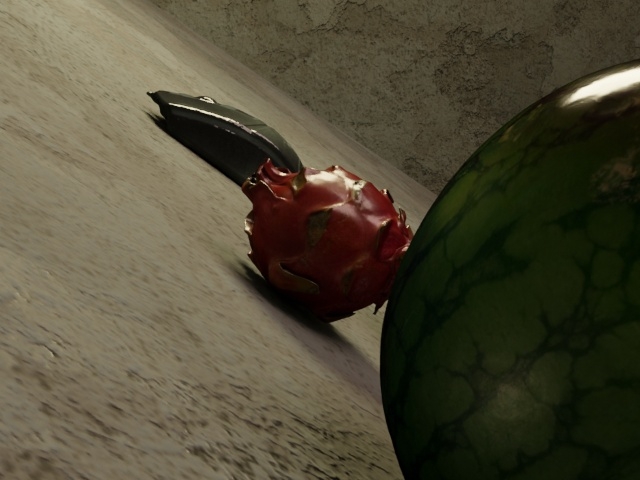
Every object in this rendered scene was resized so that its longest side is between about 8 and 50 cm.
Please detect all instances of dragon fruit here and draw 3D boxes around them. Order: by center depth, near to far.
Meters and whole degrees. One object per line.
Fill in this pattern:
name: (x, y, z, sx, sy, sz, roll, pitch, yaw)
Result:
dragon fruit: (0.000, 0.000, 1.071, 0.166, 0.133, 0.136, 38, -34, 1)

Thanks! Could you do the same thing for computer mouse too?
computer mouse: (-0.102, -0.123, 1.509, 0.231, 0.071, 0.126, 35, 8, -5)

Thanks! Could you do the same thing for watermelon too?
watermelon: (0.211, 0.067, 0.749, 0.363, 0.363, 0.363, 36, 8, -6)
